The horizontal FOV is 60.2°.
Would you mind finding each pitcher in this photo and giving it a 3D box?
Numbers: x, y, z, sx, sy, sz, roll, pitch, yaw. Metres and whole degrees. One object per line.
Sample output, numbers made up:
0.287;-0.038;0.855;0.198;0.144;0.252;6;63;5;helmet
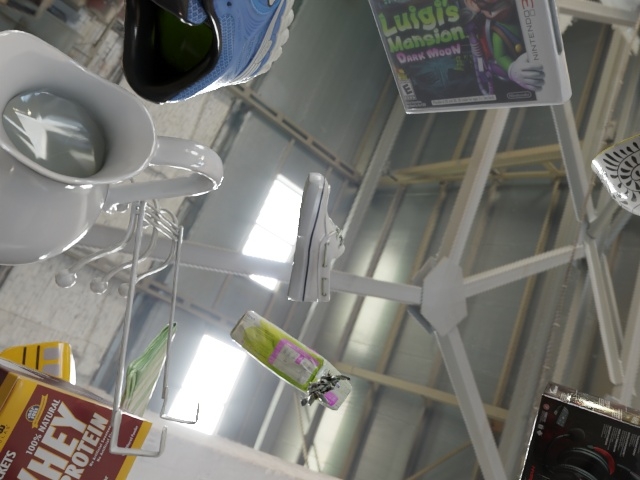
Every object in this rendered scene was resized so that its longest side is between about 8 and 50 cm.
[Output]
-0.192;-0.047;0.419;0.207;0.178;0.125;-20;-120;45;pitcher

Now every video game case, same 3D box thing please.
0.135;-0.209;0.539;0.022;0.173;0.191;-41;-149;-28;video game case

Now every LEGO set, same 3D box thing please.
-0.001;0.148;0.568;0.054;0.023;0.083;-25;180;-21;LEGO set

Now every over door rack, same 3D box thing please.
-0.239;0.096;0.714;0.239;0.108;0.323;103;-20;-81;over door rack

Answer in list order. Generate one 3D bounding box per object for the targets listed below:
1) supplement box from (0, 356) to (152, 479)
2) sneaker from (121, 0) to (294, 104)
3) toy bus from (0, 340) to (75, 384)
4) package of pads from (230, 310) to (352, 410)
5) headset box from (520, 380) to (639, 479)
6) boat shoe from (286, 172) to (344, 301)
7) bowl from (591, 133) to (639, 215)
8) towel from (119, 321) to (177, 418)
-0.349;0.223;0.643;0.194;0.191;0.129;8;-114;36;supplement box
-0.057;-0.207;0.344;0.147;0.130;0.330;-53;176;-41;sneaker
-0.449;0.325;0.845;0.108;0.130;0.332;106;-28;-44;toy bus
-0.081;0.320;1.475;0.297;0.229;0.101;26;-106;34;package of pads
0.563;0.433;1.073;0.294;0.110;0.217;16;-80;27;headset box
0.000;0.000;0.828;0.083;0.076;0.226;-86;-174;-50;boat shoe
0.388;-0.061;0.592;0.170;0.170;0.080;-16;-108;47;bowl
-0.415;0.362;1.214;0.248;0.038;0.324;-74;-173;-76;towel
